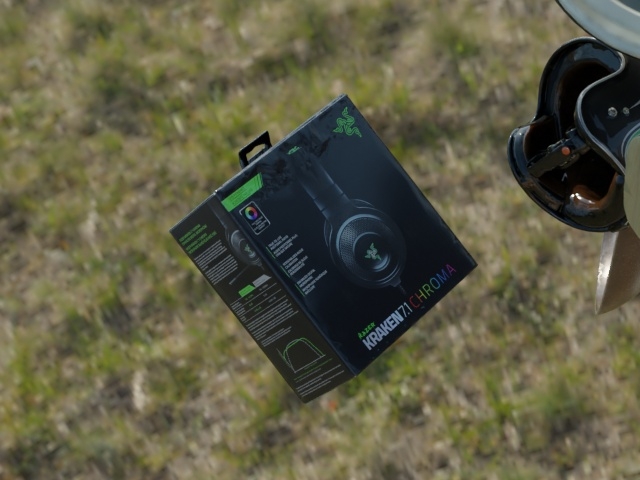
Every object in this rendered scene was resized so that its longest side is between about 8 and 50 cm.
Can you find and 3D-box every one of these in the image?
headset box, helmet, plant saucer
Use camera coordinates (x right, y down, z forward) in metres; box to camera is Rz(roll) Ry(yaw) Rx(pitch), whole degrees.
[{"bbox_3d":[0.000,0.000,1.981,0.246,0.283,0.131,-39,2,-36],"label":"headset box"},{"bbox_3d":[0.273,-0.106,1.601,0.169,0.169,0.161,13,48,31],"label":"helmet"},{"bbox_3d":[0.347,-0.067,1.833,0.050,0.311,0.311,11,50,7],"label":"plant saucer"}]

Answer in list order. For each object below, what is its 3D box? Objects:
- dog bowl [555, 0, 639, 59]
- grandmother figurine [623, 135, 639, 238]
[{"bbox_3d":[0.375,-0.347,1.468,0.408,0.408,0.150,27,17,39],"label":"dog bowl"},{"bbox_3d":[0.382,-0.033,1.105,0.342,0.104,0.208,-14,69,-16],"label":"grandmother figurine"}]
